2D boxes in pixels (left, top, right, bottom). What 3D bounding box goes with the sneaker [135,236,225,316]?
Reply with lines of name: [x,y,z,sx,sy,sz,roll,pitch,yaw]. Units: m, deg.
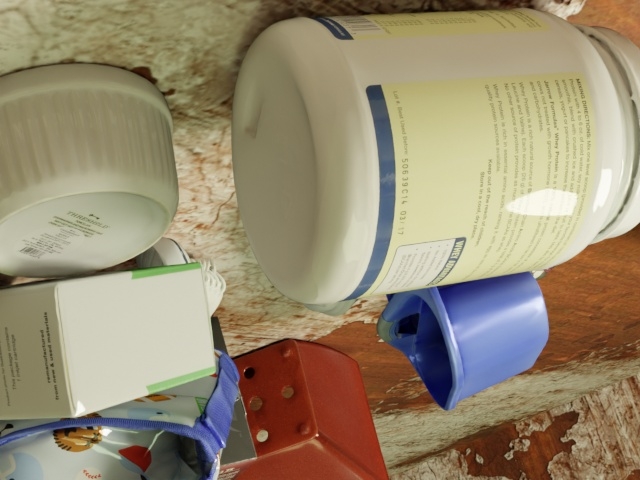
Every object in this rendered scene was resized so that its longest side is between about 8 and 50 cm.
sneaker: [-0.162,0.047,1.229,0.091,0.094,0.258,-21,169,-16]

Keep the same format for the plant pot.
plant pot: [-0.066,0.311,1.737,0.267,0.267,0.235,-21,146,9]

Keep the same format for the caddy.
caddy: [0.155,0.081,1.336,0.179,0.241,0.341,-22,159,-6]

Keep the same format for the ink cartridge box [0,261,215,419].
ink cartridge box: [-0.284,0.101,1.037,0.289,0.121,0.211,-8,-179,32]

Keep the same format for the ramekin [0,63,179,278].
ramekin: [-0.220,-0.050,0.897,0.207,0.109,0.207,-15,159,-6]

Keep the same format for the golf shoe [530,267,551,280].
golf shoe: [0.293,-0.004,1.445,0.120,0.105,0.273,-28,166,-1]

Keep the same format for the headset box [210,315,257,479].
headset box: [-0.198,0.257,1.517,0.110,0.218,0.293,-8,158,-25]

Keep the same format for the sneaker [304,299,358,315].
sneaker: [0.000,0.000,1.238,0.152,0.114,0.305,13,156,-8]

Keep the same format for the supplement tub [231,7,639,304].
supplement tub: [0.108,-0.080,0.901,0.325,0.235,0.235,-7,157,-23]

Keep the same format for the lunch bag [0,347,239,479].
lunch bag: [-0.278,0.264,1.204,0.385,0.239,0.328,-23,-171,3]
